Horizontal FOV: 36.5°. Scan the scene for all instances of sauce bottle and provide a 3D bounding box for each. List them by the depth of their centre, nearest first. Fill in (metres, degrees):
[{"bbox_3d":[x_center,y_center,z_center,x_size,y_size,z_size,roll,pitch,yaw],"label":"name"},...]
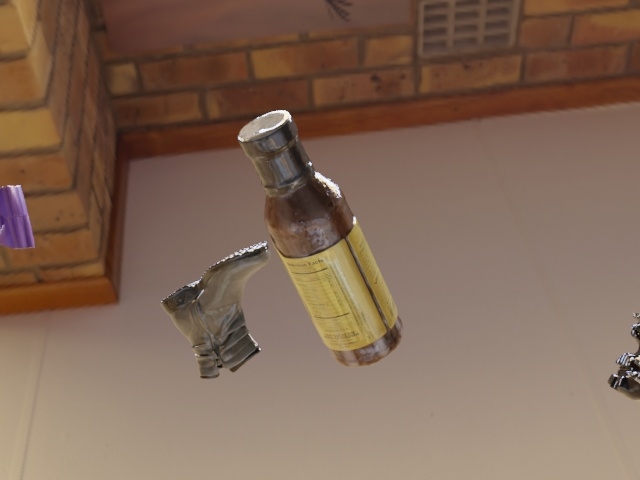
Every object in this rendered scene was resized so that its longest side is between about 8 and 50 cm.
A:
[{"bbox_3d":[0.000,0.000,1.216,0.111,0.344,0.111,-19,-153,10],"label":"sauce bottle"}]

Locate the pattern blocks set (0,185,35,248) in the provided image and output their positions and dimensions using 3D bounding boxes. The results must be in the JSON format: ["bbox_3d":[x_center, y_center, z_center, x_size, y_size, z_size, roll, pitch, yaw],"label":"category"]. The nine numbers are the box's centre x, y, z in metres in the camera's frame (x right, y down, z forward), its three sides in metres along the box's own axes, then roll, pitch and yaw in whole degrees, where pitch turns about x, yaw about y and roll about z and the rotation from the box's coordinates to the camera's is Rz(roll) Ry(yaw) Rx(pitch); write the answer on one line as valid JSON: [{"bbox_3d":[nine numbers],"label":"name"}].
[{"bbox_3d":[-0.322,0.042,0.708,0.026,0.325,0.285,-5,-118,-61],"label":"pattern blocks set"}]

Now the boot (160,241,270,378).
[{"bbox_3d":[-0.135,0.115,1.550,0.161,0.246,0.083,58,-145,2],"label":"boot"}]

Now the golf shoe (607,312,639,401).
[{"bbox_3d":[0.214,0.065,0.451,0.094,0.198,0.077,30,-92,-1],"label":"golf shoe"}]
